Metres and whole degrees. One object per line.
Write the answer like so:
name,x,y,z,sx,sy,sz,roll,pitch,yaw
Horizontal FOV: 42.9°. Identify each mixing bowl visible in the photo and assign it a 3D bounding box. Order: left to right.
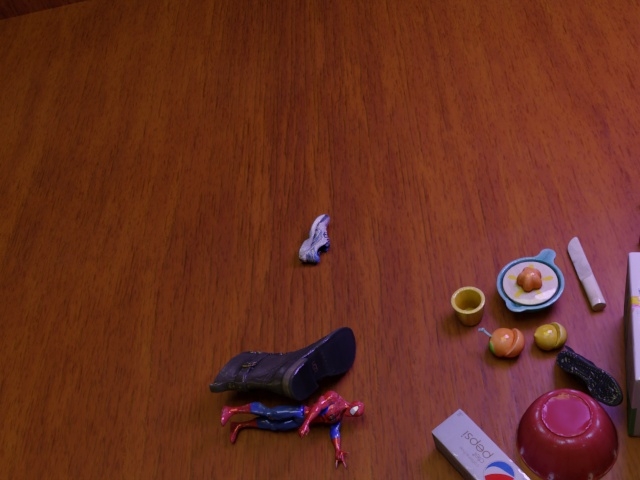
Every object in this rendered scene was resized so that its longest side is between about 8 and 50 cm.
mixing bowl,0.441,0.335,1.455,0.182,0.098,0.181,-8,49,10

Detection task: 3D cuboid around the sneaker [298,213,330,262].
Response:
sneaker,0.000,0.000,1.923,0.058,0.052,0.135,17,64,17

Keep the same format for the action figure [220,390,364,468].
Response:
action figure,-0.050,0.371,1.579,0.281,0.091,0.139,-12,41,8

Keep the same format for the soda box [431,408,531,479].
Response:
soda box,0.296,0.408,1.454,0.074,0.069,0.216,-35,48,-13

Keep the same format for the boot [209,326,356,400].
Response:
boot,-0.076,0.247,1.684,0.229,0.091,0.263,-3,17,40

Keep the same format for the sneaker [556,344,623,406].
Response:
sneaker,0.502,0.251,1.518,0.170,0.089,0.051,41,100,39

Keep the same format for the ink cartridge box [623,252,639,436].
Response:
ink cartridge box,0.612,0.185,1.462,0.117,0.201,0.278,1,50,17

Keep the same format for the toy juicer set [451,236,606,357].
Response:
toy juicer set,0.450,0.114,1.651,0.329,0.089,0.209,-28,47,-9

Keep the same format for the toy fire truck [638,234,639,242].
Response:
toy fire truck,0.759,-0.064,1.742,0.192,0.047,0.135,-17,48,1
